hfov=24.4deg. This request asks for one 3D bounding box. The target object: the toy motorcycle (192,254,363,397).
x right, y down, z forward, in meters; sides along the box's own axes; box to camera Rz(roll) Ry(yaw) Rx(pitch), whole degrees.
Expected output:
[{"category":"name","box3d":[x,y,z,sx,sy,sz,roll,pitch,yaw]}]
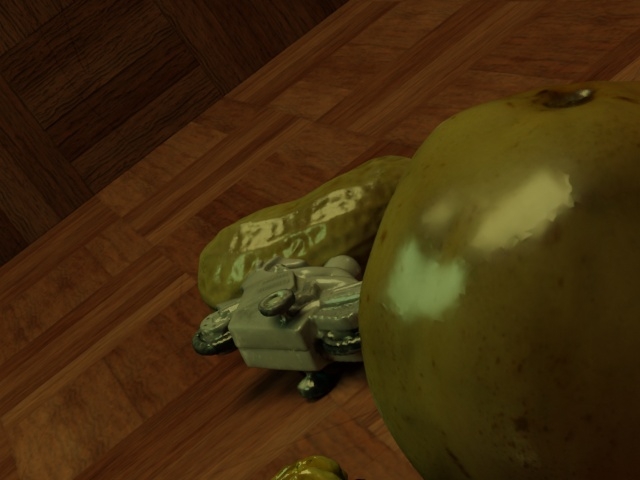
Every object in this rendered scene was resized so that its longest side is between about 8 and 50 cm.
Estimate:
[{"category":"toy motorcycle","box3d":[-0.012,0.069,1.545,0.260,0.110,0.171,-5,31,42]}]

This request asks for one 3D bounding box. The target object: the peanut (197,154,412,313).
[{"category":"peanut","box3d":[0.000,0.000,1.681,0.305,0.147,0.147,-28,19,20]}]

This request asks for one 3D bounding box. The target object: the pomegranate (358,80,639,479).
[{"category":"pomegranate","box3d":[0.175,0.060,0.939,0.319,0.319,0.319,-32,18,12]}]

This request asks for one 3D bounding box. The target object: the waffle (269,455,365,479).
[{"category":"waffle","box3d":[-0.075,0.278,1.043,0.329,0.062,0.329,-55,2,3]}]
